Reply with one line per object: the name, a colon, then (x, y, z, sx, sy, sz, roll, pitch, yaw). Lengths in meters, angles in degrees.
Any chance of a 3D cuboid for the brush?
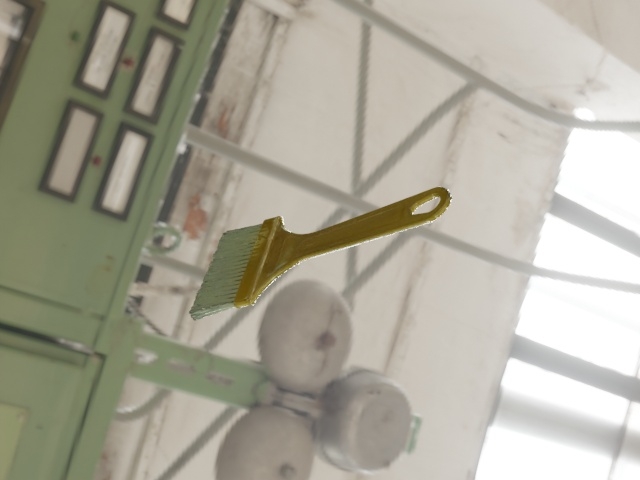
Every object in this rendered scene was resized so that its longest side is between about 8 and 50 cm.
brush: (0.000, 0.000, 0.733, 0.205, 0.011, 0.083, -18, -143, 33)
